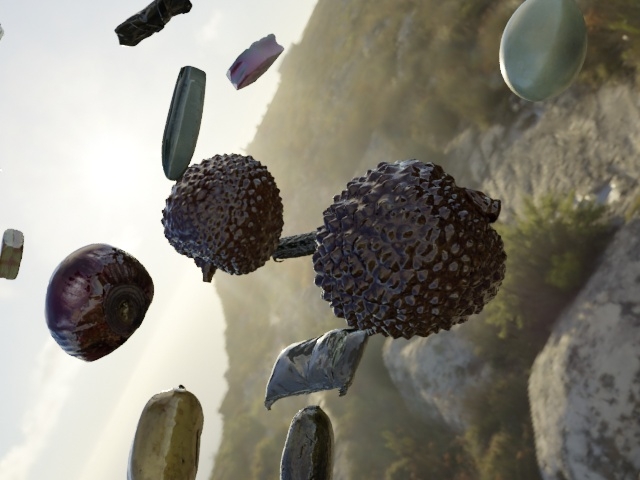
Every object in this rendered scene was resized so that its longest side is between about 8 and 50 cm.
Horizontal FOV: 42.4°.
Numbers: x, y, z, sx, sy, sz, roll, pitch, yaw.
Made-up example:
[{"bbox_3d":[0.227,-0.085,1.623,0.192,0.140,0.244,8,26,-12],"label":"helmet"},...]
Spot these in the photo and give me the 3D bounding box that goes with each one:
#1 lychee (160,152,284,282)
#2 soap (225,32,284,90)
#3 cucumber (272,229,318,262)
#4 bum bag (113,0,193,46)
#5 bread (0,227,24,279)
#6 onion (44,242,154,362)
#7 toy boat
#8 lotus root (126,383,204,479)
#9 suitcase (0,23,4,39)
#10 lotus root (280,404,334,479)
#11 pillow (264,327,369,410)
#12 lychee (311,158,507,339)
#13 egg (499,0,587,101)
[{"bbox_3d":[-0.216,-0.051,1.858,0.276,0.276,0.304,155,133,-78],"label":"lychee"},{"bbox_3d":[-0.162,-0.422,1.971,0.100,0.056,0.149,-35,0,-36],"label":"soap"},{"bbox_3d":[0.000,0.001,1.987,0.067,0.245,0.067,-12,-90,-77],"label":"cucumber"},{"bbox_3d":[-0.382,-0.504,1.859,0.197,0.049,0.087,-30,-19,15],"label":"bum bag"},{"bbox_3d":[-0.608,0.020,1.626,0.062,0.043,0.109,-34,50,57],"label":"bread"},{"bbox_3d":[-0.653,0.162,2.360,0.282,0.260,0.337,20,68,46],"label":"onion"},{"bbox_3d":[-0.296,-0.246,1.763,0.085,0.078,0.260,-18,60,53],"label":"toy boat"},{"bbox_3d":[-0.312,0.426,1.652,0.160,0.146,0.284,88,-178,-57],"label":"lotus root"},{"bbox_3d":[-0.708,-0.334,1.558,0.202,0.128,0.312,-50,28,15],"label":"suitcase"},{"bbox_3d":[-0.020,0.359,1.344,0.080,0.089,0.179,161,115,-68],"label":"lotus root"},{"bbox_3d":[-0.014,0.235,1.570,0.255,0.059,0.169,-23,35,44],"label":"pillow"},{"bbox_3d":[0.152,0.020,1.361,0.330,0.306,0.306,-37,11,6],"label":"lychee"},{"bbox_3d":[0.302,-0.264,1.117,0.114,0.114,0.152,176,106,-81],"label":"egg"}]
